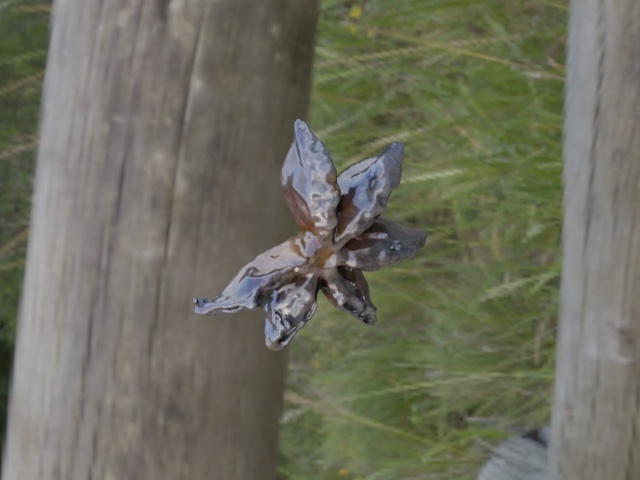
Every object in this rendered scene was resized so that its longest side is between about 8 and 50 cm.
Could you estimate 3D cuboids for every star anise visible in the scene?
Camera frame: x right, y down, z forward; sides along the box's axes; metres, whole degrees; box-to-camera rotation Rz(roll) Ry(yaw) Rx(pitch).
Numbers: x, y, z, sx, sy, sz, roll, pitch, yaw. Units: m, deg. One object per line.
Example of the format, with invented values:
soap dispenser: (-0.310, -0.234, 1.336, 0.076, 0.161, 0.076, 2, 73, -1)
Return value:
star anise: (0.012, 0.008, 1.148, 0.208, 0.172, 0.063, -59, 32, 12)
